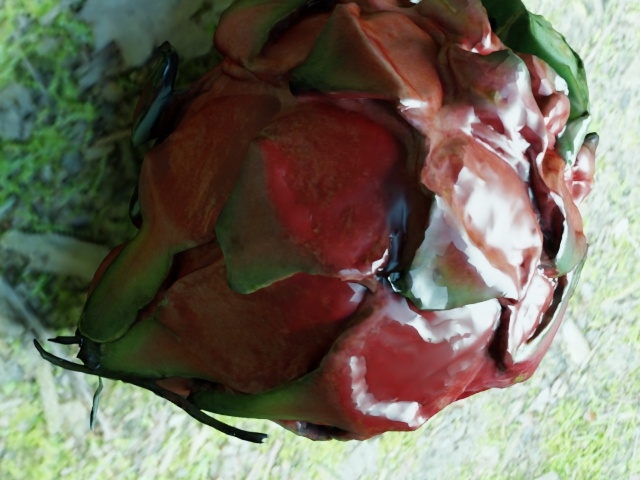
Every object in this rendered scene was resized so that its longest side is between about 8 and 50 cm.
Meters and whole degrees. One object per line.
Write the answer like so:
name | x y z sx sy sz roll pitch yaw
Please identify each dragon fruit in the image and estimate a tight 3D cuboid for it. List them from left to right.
dragon fruit | 0.000 0.000 0.762 0.293 0.234 0.234 -34 140 17
